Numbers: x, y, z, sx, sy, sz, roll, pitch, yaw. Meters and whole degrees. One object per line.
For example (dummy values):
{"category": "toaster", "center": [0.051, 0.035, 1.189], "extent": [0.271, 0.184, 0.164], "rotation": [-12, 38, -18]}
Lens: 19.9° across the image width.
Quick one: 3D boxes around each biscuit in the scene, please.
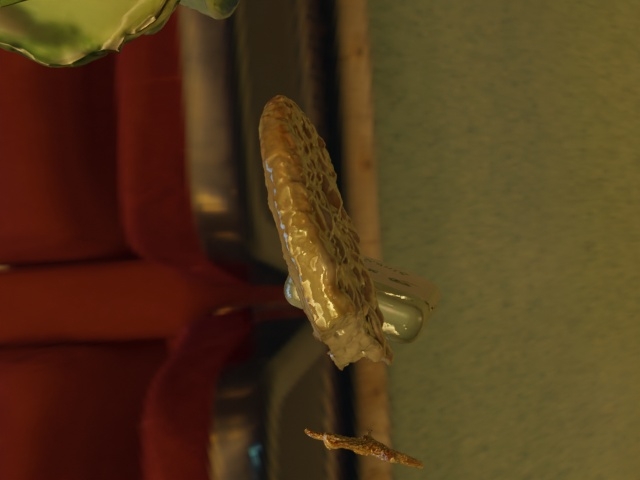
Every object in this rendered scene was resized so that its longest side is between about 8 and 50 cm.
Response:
{"category": "biscuit", "center": [0.000, 0.000, 1.173], "extent": [0.040, 0.265, 0.188], "rotation": [-19, 107, 6]}

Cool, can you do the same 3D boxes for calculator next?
{"category": "calculator", "center": [0.044, 0.053, 1.794], "extent": [0.141, 0.246, 0.045], "rotation": [20, 98, 7]}

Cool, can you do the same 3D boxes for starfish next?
{"category": "starfish", "center": [0.036, 0.134, 1.159], "extent": [0.086, 0.092, 0.016], "rotation": [20, 90, 56]}

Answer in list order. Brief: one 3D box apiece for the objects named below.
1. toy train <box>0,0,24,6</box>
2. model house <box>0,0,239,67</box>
{"category": "toy train", "center": [-0.078, -0.096, 0.504], "extent": [0.038, 0.093, 0.056], "rotation": [-32, 94, 18]}
{"category": "model house", "center": [-0.092, -0.187, 0.723], "extent": [0.195, 0.189, 0.214], "rotation": [19, 101, 12]}
